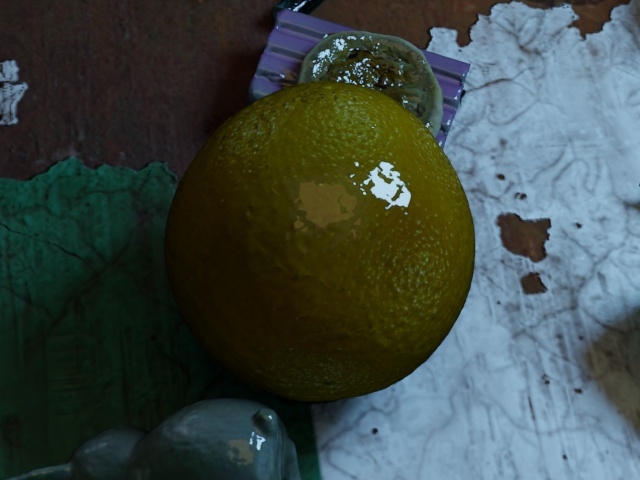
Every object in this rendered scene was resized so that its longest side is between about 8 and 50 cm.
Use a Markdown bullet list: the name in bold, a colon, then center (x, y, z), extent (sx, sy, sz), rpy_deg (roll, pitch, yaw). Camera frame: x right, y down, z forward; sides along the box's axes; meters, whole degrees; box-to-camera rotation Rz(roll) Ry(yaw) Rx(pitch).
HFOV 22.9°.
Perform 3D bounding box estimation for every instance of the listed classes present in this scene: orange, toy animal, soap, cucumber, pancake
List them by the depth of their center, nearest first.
- **toy animal**: center (-0.145, 0.193, 1.310), extent (0.251, 0.125, 0.127), rpy_deg (-1, 85, 12)
- **orange**: center (0.000, 0.000, 1.352), extent (0.274, 0.274, 0.274), rpy_deg (3, 59, -5)
- **pancake**: center (0.045, -0.139, 1.501), extent (0.151, 0.025, 0.152), rpy_deg (3, 61, -5)
- **soap**: center (0.035, -0.144, 1.556), extent (0.203, 0.065, 0.122), rpy_deg (18, 60, 5)
- **cucumber**: center (0.002, -0.268, 1.648), extent (0.032, 0.032, 0.133), rpy_deg (37, 61, 15)
